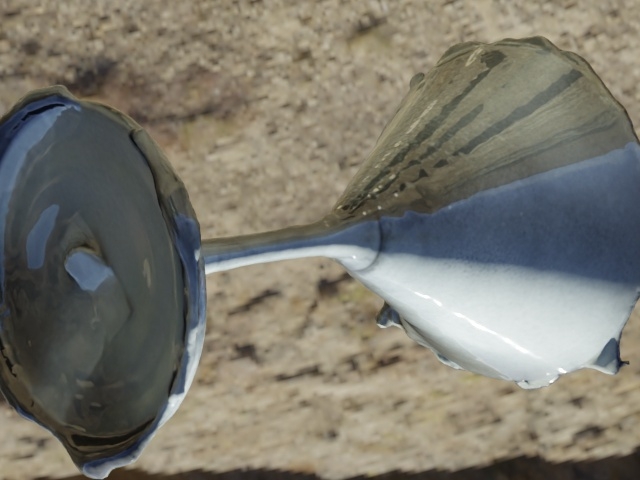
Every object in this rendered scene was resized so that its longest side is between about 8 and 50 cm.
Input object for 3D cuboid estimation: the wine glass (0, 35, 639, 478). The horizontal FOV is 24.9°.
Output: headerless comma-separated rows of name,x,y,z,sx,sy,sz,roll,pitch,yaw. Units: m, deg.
wine glass,0.000,0.000,0.530,0.232,0.156,0.156,-9,154,-46
